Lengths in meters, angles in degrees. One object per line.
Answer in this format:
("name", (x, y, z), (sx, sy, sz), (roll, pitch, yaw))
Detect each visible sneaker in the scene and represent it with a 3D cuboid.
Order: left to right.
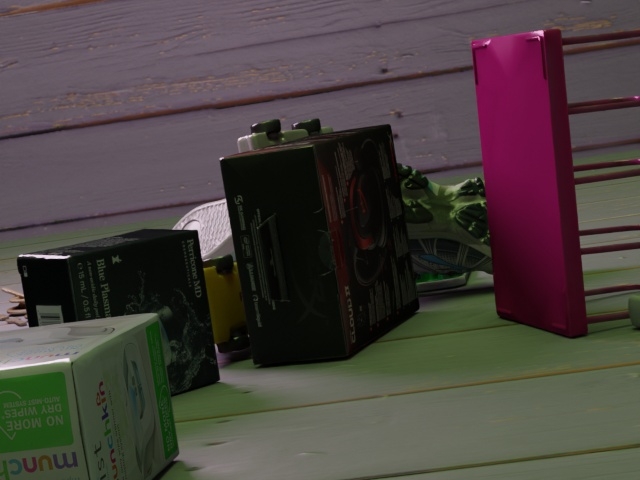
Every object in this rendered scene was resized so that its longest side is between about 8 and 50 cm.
("sneaker", (-0.073, 0.005, 2.159), (0.256, 0.094, 0.151), (-29, -44, 21))
("sneaker", (0.151, -0.010, 2.042), (0.283, 0.110, 0.122), (17, -37, -11))

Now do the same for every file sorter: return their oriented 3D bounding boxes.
("file sorter", (0.281, -0.069, 1.729), (0.182, 0.290, 0.202), (-7, 5, -15))

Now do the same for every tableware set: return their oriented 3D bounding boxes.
("tableware set", (-0.395, 0.085, 2.461), (0.128, 0.039, 0.194), (-11, 6, -23))

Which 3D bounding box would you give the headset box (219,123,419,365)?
("headset box", (0.000, 0.000, 1.810), (0.110, 0.218, 0.293), (-7, 6, 20))

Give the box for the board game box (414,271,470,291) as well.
("board game box", (0.008, 0.034, 2.295), (0.390, 0.050, 0.390), (-8, 6, 9))

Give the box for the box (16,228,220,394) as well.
("box", (-0.193, 0.077, 1.661), (0.158, 0.156, 0.093), (-14, 8, -41))

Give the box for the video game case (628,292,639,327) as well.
("video game case", (0.489, 0.045, 1.532), (0.300, 0.036, 0.329), (-11, 7, -22))

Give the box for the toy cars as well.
("toy cars", (-0.076, -0.009, 1.926), (0.087, 0.176, 0.393), (-11, 41, 29))

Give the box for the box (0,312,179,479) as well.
("box", (-0.263, 0.145, 1.276), (0.262, 0.127, 0.231), (-7, 4, 11))
